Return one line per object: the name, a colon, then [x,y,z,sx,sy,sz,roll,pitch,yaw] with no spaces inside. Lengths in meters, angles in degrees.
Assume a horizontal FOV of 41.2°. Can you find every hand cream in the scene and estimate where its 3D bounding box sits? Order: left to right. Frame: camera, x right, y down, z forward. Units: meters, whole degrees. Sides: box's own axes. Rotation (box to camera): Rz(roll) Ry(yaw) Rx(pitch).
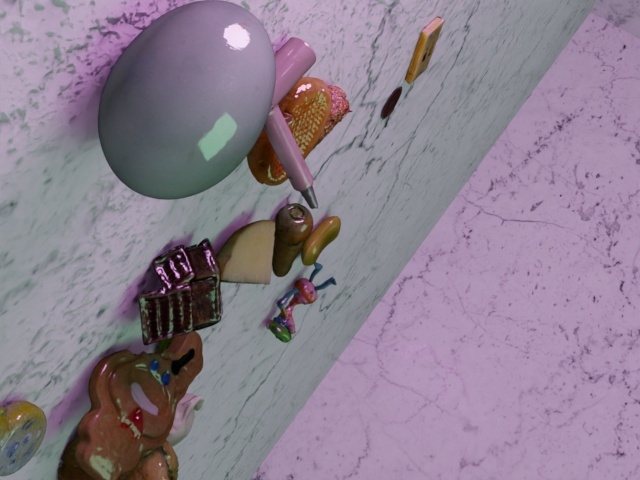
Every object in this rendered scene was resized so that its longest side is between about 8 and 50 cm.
hand cream: [-0.270,0.168,1.517,0.036,0.023,0.122,-38,159,-46]

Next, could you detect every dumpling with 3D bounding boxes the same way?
dumpling: [-0.297,0.356,1.708,0.169,0.099,0.134,-57,170,9]

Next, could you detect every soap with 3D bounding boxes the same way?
soap: [-0.001,-0.001,2.002,0.140,0.045,0.089,-49,168,-30]

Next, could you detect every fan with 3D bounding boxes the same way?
fan: [0.159,-0.298,1.944,0.085,0.005,0.133,-50,165,-27]

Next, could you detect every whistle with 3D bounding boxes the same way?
whistle: [-0.431,0.251,1.119,0.104,0.057,0.198,-61,161,-13]

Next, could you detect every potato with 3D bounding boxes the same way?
potato: [-0.154,0.017,1.525,0.149,0.081,0.120,9,85,-57]

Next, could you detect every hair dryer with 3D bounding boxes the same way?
hair dryer: [-0.036,-0.154,1.258,0.195,0.053,0.220,-51,122,-16]

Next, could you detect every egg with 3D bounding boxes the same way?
egg: [-0.140,-0.151,0.912,0.231,0.168,0.168,-59,167,-9]

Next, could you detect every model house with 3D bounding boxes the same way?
model house: [-0.234,0.087,1.337,0.152,0.106,0.166,-14,102,-54]

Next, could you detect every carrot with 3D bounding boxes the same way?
carrot: [-0.070,0.020,1.780,0.078,0.078,0.298,-48,169,-28]

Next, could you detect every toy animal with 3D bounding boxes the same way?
toy animal: [-0.054,0.149,2.102,0.208,0.100,0.103,-46,143,-4]

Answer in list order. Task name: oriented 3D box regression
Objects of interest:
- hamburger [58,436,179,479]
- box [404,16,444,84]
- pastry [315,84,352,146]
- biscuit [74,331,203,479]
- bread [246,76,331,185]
hamburger: [-0.343,0.438,1.515,0.132,0.211,0.309,-47,163,-49]
box: [0.228,-0.416,1.873,0.073,0.020,0.149,-47,164,-36]
pastry: [-0.006,-0.202,1.477,0.169,0.063,0.087,-50,168,-25]
biscuit: [-0.288,0.252,1.404,0.319,0.047,0.184,-37,119,-55]
bread: [-0.054,-0.173,1.327,0.189,0.077,0.114,-56,145,-5]
